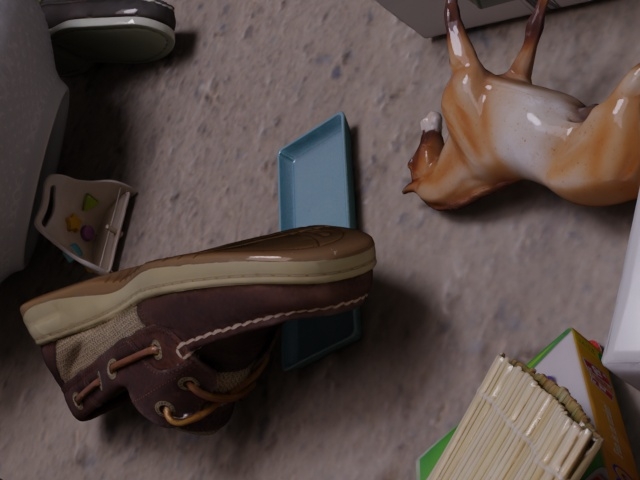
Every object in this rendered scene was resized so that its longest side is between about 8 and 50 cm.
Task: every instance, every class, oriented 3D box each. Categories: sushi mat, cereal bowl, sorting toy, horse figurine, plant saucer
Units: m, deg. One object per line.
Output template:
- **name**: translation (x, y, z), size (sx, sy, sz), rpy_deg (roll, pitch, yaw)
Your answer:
- **sushi mat**: translation (0.028, 0.201, 0.741), size (0.316, 0.019, 0.151), rpy_deg (-59, 9, 2)
- **cereal bowl**: translation (-0.295, -0.069, 1.289), size (0.339, 0.141, 0.339), rpy_deg (-167, 90, -84)
- **sorting toy**: translation (-0.198, -0.017, 1.259), size (0.045, 0.075, 0.083), rpy_deg (-14, 54, 42)
- **horse figurine**: translation (0.146, -0.084, 0.913), size (0.263, 0.066, 0.174), rpy_deg (17, 102, 43)
- **plant saucer**: translation (0.000, 0.000, 1.077), size (0.067, 0.018, 0.192), rpy_deg (-30, 45, 32)

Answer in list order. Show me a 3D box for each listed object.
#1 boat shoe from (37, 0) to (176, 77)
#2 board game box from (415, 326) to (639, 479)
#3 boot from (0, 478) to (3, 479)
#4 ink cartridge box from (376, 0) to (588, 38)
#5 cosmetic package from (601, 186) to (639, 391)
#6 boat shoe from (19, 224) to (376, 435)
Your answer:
- **boat shoe**: translation (-0.199, -0.197, 1.381), size (0.227, 0.081, 0.069), rpy_deg (-1, 68, 50)
- **board game box**: translation (0.102, 0.137, 0.777), size (0.124, 0.039, 0.259), rpy_deg (-43, 12, 18)
- **boot**: translation (-0.177, 0.363, 0.913), size (0.445, 0.146, 0.367), rpy_deg (13, 83, 54)
- **ink cartridge box**: translation (0.154, -0.262, 1.008), size (0.273, 0.115, 0.198), rpy_deg (-6, 60, 46)
- **cosmetic package**: translation (0.289, -0.090, 0.712), size (0.217, 0.156, 0.385), rpy_deg (-5, 63, 46)
- **boat shoe**: translation (-0.081, 0.070, 1.048), size (0.342, 0.123, 0.123), rpy_deg (-14, 90, 45)
